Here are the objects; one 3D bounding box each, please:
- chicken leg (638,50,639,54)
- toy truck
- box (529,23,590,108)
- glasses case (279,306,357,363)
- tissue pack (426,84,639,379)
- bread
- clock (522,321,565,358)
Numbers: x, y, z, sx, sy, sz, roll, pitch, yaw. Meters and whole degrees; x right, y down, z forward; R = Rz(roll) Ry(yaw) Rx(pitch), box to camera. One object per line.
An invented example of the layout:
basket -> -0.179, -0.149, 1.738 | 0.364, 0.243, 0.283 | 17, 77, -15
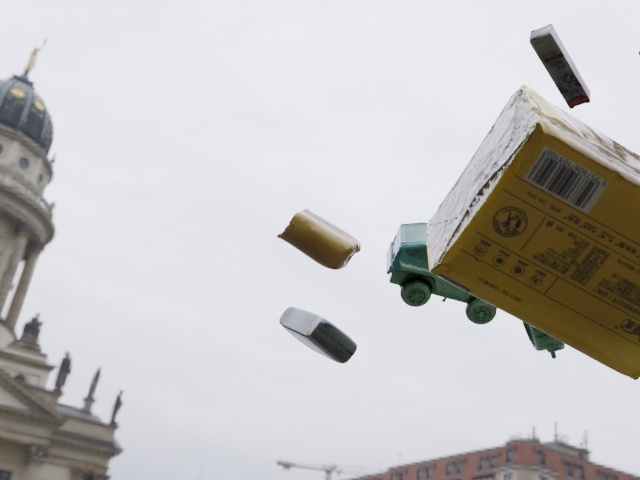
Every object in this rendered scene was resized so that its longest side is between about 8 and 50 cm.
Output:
chicken leg -> 0.782, -0.390, 1.633 | 0.063, 0.233, 0.105 | -22, -7, -28
toy truck -> 0.286, 0.067, 1.634 | 0.279, 0.155, 0.156 | 15, -61, -2
box -> 0.546, -0.393, 1.675 | 0.055, 0.039, 0.218 | -16, -47, 39
glasses case -> -0.011, 0.250, 1.982 | 0.131, 0.074, 0.323 | 42, -12, -16
tissue pack -> 0.397, -0.010, 1.145 | 0.382, 0.228, 0.293 | 28, -65, -6
bread -> -0.001, 0.002, 1.656 | 0.173, 0.085, 0.134 | 32, 13, 9
clock -> 0.477, 0.171, 1.601 | 0.066, 0.159, 0.211 | -19, -49, 7
